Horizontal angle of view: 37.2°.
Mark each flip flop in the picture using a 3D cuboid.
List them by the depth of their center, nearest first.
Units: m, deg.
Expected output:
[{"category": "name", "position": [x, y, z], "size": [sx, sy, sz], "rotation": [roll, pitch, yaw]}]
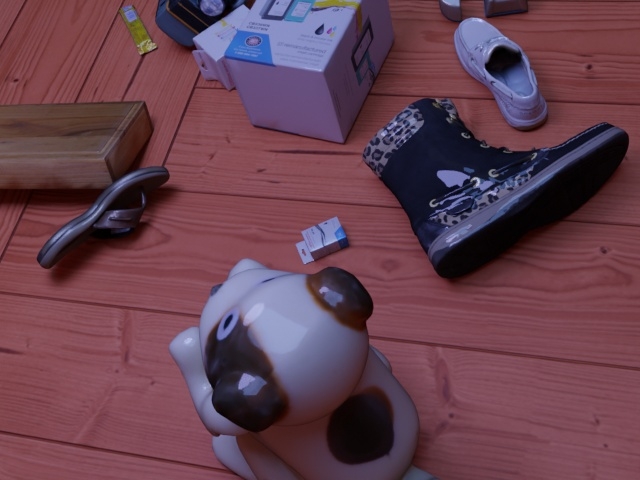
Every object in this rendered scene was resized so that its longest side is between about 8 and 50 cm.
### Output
[{"category": "flip flop", "position": [-0.375, -0.032, 1.685], "size": [0.277, 0.112, 0.080], "rotation": [-41, 84, -18]}]

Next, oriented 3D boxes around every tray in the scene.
[{"category": "tray", "position": [-0.548, -0.184, 1.805], "size": [0.411, 0.076, 0.202], "rotation": [1, 39, 15]}]

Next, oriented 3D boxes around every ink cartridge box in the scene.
[{"category": "ink cartridge box", "position": [0.000, 0.000, 1.600], "size": [0.083, 0.028, 0.048], "rotation": [-24, 54, -1]}, {"category": "ink cartridge box", "position": [-0.012, -0.355, 1.737], "size": [0.198, 0.197, 0.270], "rotation": [13, 61, 22]}, {"category": "ink cartridge box", "position": [-0.172, -0.370, 1.856], "size": [0.143, 0.092, 0.090], "rotation": [-38, 56, -10]}]

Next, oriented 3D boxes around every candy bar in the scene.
[{"category": "candy bar", "position": [-0.389, -0.449, 2.010], "size": [0.040, 0.018, 0.161], "rotation": [-26, 54, -7]}]

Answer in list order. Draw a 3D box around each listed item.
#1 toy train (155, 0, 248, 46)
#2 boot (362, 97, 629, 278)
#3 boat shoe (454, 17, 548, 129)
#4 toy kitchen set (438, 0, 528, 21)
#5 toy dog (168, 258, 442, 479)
[{"category": "toy train", "position": [-0.239, -0.548, 1.942], "size": [0.190, 0.142, 0.333], "rotation": [-32, 40, 31]}, {"category": "boot", "position": [0.277, -0.136, 1.560], "size": [0.377, 0.138, 0.284], "rotation": [-34, 55, -3]}, {"category": "boat shoe", "position": [0.321, -0.321, 1.689], "size": [0.098, 0.096, 0.277], "rotation": [-26, 54, -3]}, {"category": "toy kitchen set", "position": [0.307, -0.525, 1.841], "size": [0.166, 0.122, 0.207], "rotation": [-6, 76, 10]}, {"category": "toy dog", "position": [-0.030, 0.195, 1.245], "size": [0.285, 0.408, 0.395], "rotation": [-38, 56, -11]}]
